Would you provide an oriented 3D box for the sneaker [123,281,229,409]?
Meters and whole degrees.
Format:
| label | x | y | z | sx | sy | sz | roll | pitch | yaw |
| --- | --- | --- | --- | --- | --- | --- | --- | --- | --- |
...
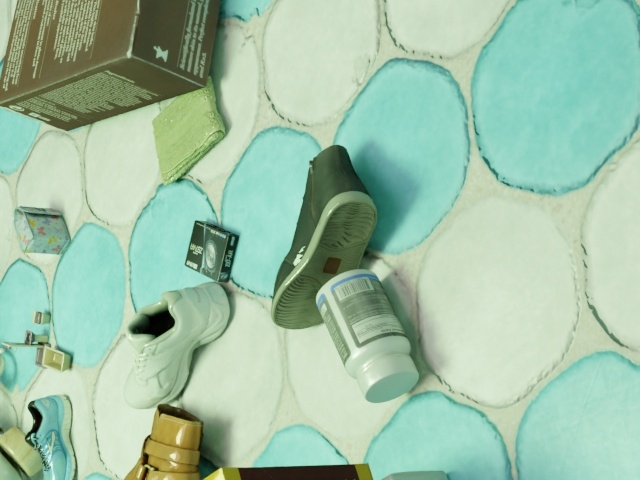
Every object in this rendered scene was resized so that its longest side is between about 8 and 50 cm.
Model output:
| label | x | y | z | sx | sy | sz | roll | pitch | yaw |
| --- | --- | --- | --- | --- | --- | --- | --- | --- | --- |
| sneaker | -0.225 | 0.139 | 1.617 | 0.232 | 0.115 | 0.090 | -56 | 48 | 27 |

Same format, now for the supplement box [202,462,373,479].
| label | x | y | z | sx | sy | sz | roll | pitch | yaw |
| --- | --- | --- | --- | --- | --- | --- | --- | --- | --- |
| supplement box | -0.034 | 0.331 | 1.171 | 0.129 | 0.194 | 0.191 | -40 | 56 | 37 |

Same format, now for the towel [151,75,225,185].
| label | x | y | z | sx | sy | sz | roll | pitch | yaw |
| --- | --- | --- | --- | --- | --- | --- | --- | --- | --- |
| towel | -0.189 | -0.156 | 1.687 | 0.148 | 0.027 | 0.110 | -38 | 56 | 39 |

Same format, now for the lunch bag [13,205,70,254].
| label | x | y | z | sx | sy | sz | roll | pitch | yaw |
| --- | --- | --- | --- | --- | --- | --- | --- | --- | --- |
| lunch bag | -0.452 | -0.023 | 1.931 | 0.053 | 0.071 | 0.083 | -51 | 50 | 33 |

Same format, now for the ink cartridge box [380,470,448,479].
| label | x | y | z | sx | sy | sz | roll | pitch | yaw |
| --- | --- | --- | --- | --- | --- | --- | --- | --- | --- |
| ink cartridge box | 0.059 | 0.364 | 1.281 | 0.219 | 0.093 | 0.160 | -41 | 55 | 36 |

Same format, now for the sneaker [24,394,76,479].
| label | x | y | z | sx | sy | sz | roll | pitch | yaw |
| --- | --- | --- | --- | --- | --- | --- | --- | --- | --- |
| sneaker | -0.426 | 0.320 | 1.850 | 0.063 | 0.073 | 0.162 | -27 | 65 | 43 |

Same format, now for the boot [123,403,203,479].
| label | x | y | z | sx | sy | sz | roll | pitch | yaw |
| --- | --- | --- | --- | --- | --- | --- | --- | --- | --- |
| boot | -0.180 | 0.341 | 1.540 | 0.283 | 0.109 | 0.220 | 17 | 89 | 66 |

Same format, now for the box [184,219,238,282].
| label | x | y | z | sx | sy | sz | roll | pitch | yaw |
| --- | --- | --- | --- | --- | --- | --- | --- | --- | --- |
| box | -0.148 | 0.014 | 1.622 | 0.083 | 0.018 | 0.067 | 23 | 101 | 47 |

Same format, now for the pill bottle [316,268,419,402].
| label | x | y | z | sx | sy | sz | roll | pitch | yaw |
| --- | --- | --- | --- | --- | --- | --- | --- | --- | --- |
| pill bottle | 0.054 | 0.107 | 1.336 | 0.078 | 0.078 | 0.137 | -48 | 52 | 33 |

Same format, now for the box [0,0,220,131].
| label | x | y | z | sx | sy | sz | roll | pitch | yaw |
| --- | --- | --- | --- | --- | --- | --- | --- | --- | --- |
| box | -0.313 | -0.295 | 1.750 | 0.381 | 0.143 | 0.191 | -8 | 69 | 49 |

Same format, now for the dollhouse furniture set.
| label | x | y | z | sx | sy | sz | roll | pitch | yaw |
| --- | --- | --- | --- | --- | --- | --- | --- | --- | --- |
| dollhouse furniture set | -0.452 | 0.163 | 1.896 | 0.114 | 0.081 | 0.091 | 10 | 92 | 49 |

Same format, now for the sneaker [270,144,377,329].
| label | x | y | z | sx | sy | sz | roll | pitch | yaw |
| --- | --- | --- | --- | --- | --- | --- | --- | --- | --- |
| sneaker | 0.000 | 0.000 | 1.429 | 0.222 | 0.083 | 0.118 | -60 | 27 | 33 |

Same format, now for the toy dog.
| label | x | y | z | sx | sy | sz | roll | pitch | yaw |
| --- | --- | --- | --- | --- | --- | --- | --- | --- | --- |
| toy dog | -0.571 | 0.350 | 1.955 | 0.333 | 0.220 | 0.161 | 54 | 162 | 44 |
